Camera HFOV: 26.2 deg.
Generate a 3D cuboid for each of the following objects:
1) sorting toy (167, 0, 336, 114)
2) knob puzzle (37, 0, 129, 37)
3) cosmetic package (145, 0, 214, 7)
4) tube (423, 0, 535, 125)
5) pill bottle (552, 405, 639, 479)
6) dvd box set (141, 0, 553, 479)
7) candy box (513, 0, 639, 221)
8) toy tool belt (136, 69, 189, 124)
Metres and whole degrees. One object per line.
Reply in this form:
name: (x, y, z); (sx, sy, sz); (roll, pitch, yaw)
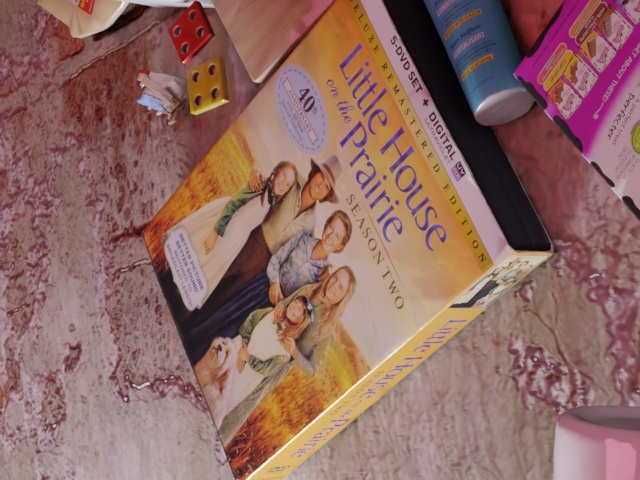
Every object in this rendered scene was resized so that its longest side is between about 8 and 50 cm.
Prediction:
sorting toy: (-0.038, -0.232, 1.318); (0.274, 0.046, 0.132); (-43, 59, 27)
knob puzzle: (-0.252, -0.324, 1.583); (0.213, 0.030, 0.213); (-2, 88, 48)
cosmetic package: (-0.201, -0.358, 1.380); (0.138, 0.224, 0.224); (12, 99, 48)
tube: (0.122, -0.194, 1.153); (0.080, 0.052, 0.207); (-33, 59, 28)
pill bottle: (0.225, 0.238, 0.966); (0.131, 0.131, 0.229); (6, 94, 48)
dvd box set: (0.000, 0.000, 1.274); (0.420, 0.062, 0.307); (-44, 59, 39)
candy box: (0.262, -0.102, 0.972); (0.159, 0.071, 0.233); (-56, 51, 31)
toy tool belt: (-0.175, -0.154, 1.481); (0.083, 0.052, 0.051); (18, 94, 48)
